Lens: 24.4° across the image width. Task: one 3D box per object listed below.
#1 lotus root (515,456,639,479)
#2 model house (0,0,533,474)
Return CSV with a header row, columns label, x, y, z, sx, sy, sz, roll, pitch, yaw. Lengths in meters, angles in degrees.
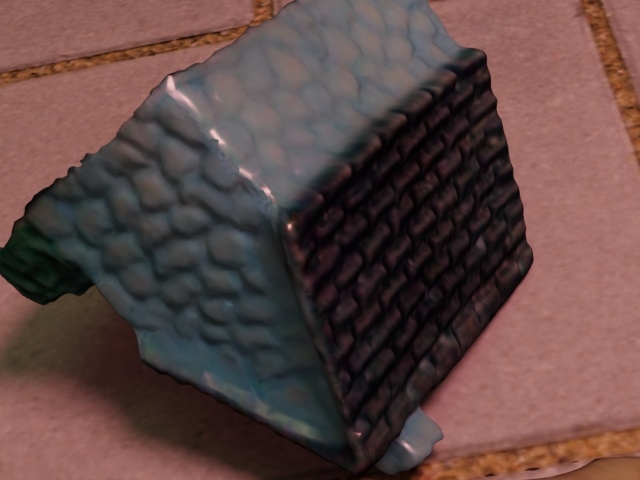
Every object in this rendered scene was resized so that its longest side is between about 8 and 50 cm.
label,x,y,z,sx,sy,sz,roll,pitch,yaw
lotus root,0.213,0.152,0.519,0.375,0.111,0.390,-9,6,-31
model house,0.000,0.000,0.852,0.226,0.241,0.261,-40,2,43
